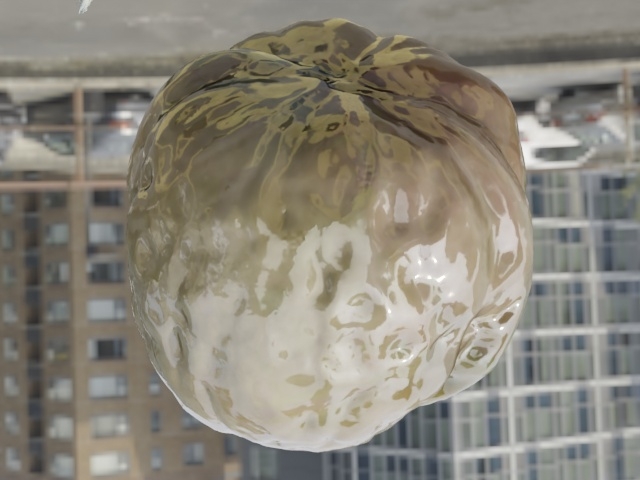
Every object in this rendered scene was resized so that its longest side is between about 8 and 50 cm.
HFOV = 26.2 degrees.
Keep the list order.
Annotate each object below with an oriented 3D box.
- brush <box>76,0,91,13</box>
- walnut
[{"bbox_3d":[-0.151,-0.306,1.205,0.013,0.103,0.272,32,144,-12],"label":"brush"},{"bbox_3d":[0.002,0.000,0.791,0.248,0.248,0.248,-2,177,0],"label":"walnut"}]
